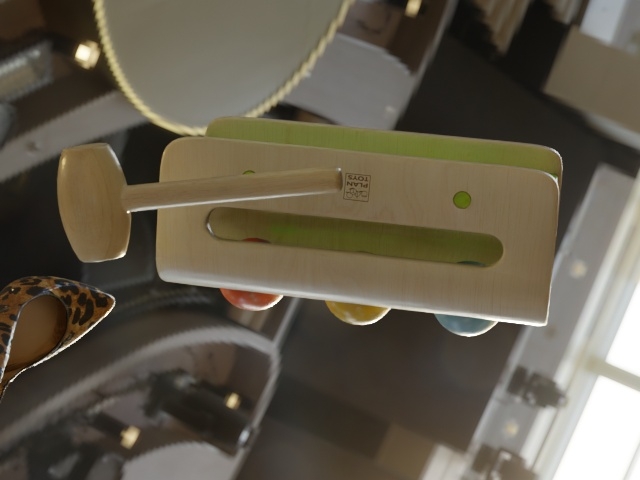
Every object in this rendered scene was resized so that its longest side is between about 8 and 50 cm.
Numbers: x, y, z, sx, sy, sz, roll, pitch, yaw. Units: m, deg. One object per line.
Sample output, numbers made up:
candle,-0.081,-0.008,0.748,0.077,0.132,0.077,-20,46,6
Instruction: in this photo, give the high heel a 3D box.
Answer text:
high heel,-0.276,0.107,1.398,0.261,0.186,0.093,-14,-67,-39

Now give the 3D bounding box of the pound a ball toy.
pound a ball toy,0.000,0.000,0.985,0.208,0.319,0.136,-50,-36,-74
